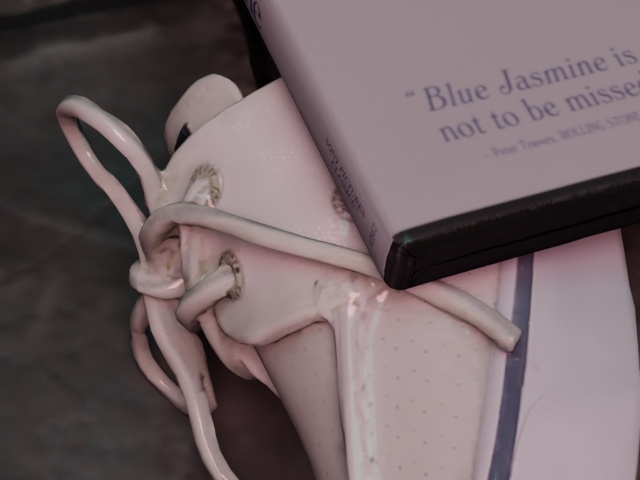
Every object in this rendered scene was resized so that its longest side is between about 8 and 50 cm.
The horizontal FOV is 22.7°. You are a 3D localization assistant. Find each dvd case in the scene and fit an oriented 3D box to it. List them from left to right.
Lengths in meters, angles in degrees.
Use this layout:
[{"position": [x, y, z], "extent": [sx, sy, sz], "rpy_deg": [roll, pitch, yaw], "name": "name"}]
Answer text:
[{"position": [0.054, -0.110, 0.453], "extent": [0.180, 0.022, 0.253], "rpy_deg": [-15, 56, -16], "name": "dvd case"}]

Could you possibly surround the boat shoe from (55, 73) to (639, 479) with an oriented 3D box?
[{"position": [0.001, -0.005, 0.454], "extent": [0.157, 0.136, 0.367], "rpy_deg": [8, 63, -3], "name": "boat shoe"}]
